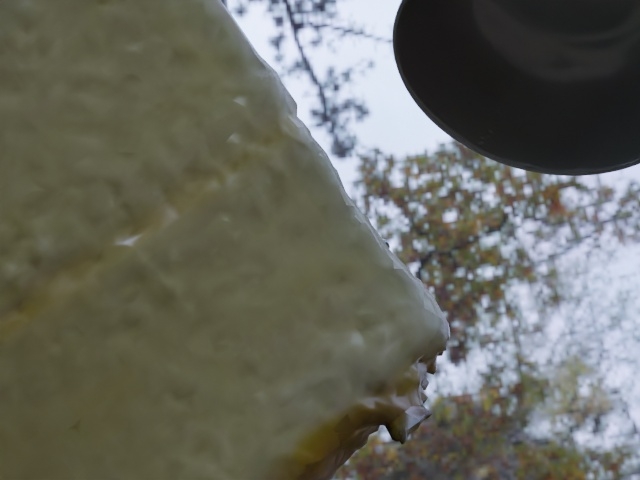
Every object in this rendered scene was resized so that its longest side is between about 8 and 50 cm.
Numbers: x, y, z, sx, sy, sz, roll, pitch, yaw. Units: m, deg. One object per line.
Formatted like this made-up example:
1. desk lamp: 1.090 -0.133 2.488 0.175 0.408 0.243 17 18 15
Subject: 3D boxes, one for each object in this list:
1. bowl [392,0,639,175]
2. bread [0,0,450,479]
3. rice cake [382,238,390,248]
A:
1. bowl: 0.221 -0.206 1.123 0.287 0.143 0.287 15 -33 10
2. bread: -0.130 0.039 0.468 0.279 0.207 0.279 -38 4 -7
3. rice cake: 0.000 -0.001 1.254 0.033 0.033 0.208 21 -6 -37
